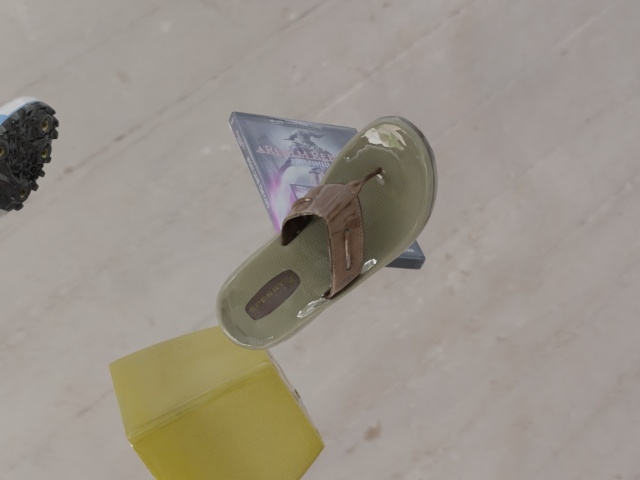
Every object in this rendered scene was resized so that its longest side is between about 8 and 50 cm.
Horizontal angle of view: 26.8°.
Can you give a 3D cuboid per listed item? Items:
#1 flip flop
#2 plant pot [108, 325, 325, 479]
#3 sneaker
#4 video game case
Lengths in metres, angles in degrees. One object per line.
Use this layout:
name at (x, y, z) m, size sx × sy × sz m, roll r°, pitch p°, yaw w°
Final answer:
flip flop at (0.000, 0.000, 1.259) m, size 0.277 × 0.080 × 0.112 m, roll -42°, pitch 78°, yaw 15°
plant pot at (-0.119, 0.224, 1.666) m, size 0.187 × 0.212 × 0.212 m, roll -32°, pitch 115°, yaw -1°
sneaker at (-0.299, -0.025, 1.037) m, size 0.237 × 0.086 × 0.085 m, roll -48°, pitch 152°, yaw -1°
video game case at (0.005, -0.068, 1.764) m, size 0.196 × 0.026 × 0.274 m, roll 5°, pitch 40°, yaw -29°
